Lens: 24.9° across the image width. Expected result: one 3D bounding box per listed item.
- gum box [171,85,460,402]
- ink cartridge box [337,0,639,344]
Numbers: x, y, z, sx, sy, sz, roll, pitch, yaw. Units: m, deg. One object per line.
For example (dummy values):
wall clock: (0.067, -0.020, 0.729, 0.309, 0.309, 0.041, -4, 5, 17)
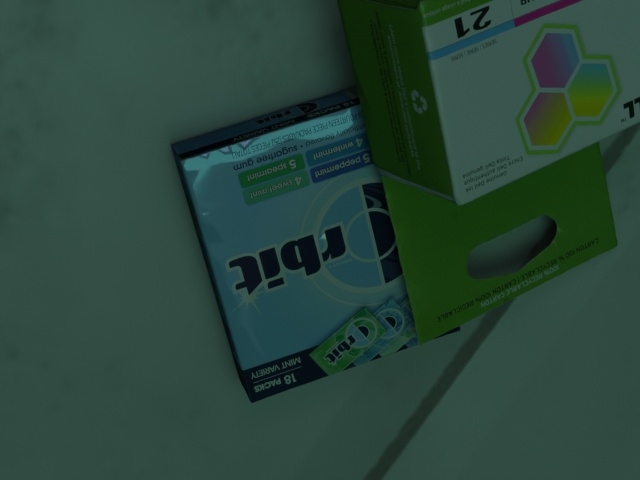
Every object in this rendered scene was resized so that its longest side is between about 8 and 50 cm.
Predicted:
gum box: (0.000, 0.000, 0.976, 0.157, 0.041, 0.184, -19, 114, -9)
ink cartridge box: (0.136, -0.067, 0.933, 0.189, 0.097, 0.255, -25, 115, -24)
